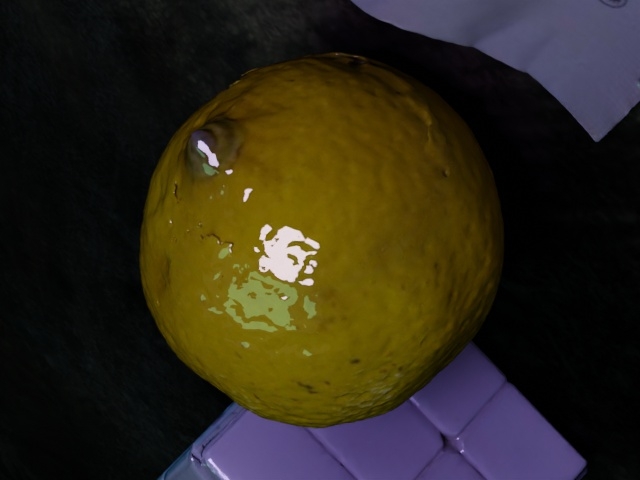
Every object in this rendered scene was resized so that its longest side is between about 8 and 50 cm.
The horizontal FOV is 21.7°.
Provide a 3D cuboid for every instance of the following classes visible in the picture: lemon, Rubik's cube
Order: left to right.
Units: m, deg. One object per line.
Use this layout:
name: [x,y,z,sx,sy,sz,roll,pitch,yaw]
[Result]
lemon: [-0.001,0.003,1.053,0.228,0.228,0.253,37,160,12]
Rubik's cube: [0.024,0.186,1.268,0.221,0.224,0.231,45,154,2]

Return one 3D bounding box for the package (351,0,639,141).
package: [0.095,-0.172,0.880,0.251,0.062,0.204,32,152,-6]
